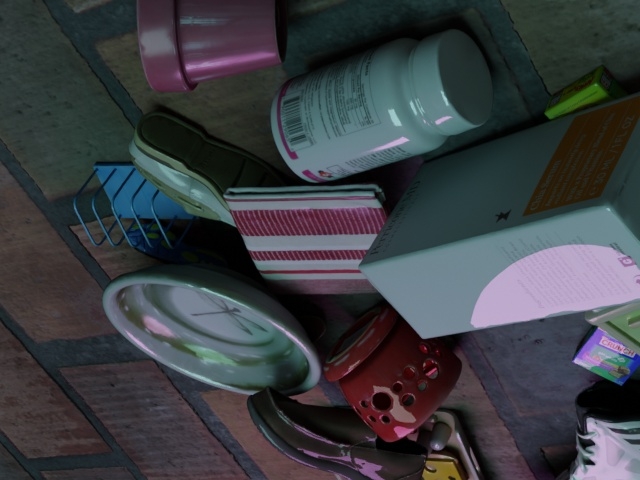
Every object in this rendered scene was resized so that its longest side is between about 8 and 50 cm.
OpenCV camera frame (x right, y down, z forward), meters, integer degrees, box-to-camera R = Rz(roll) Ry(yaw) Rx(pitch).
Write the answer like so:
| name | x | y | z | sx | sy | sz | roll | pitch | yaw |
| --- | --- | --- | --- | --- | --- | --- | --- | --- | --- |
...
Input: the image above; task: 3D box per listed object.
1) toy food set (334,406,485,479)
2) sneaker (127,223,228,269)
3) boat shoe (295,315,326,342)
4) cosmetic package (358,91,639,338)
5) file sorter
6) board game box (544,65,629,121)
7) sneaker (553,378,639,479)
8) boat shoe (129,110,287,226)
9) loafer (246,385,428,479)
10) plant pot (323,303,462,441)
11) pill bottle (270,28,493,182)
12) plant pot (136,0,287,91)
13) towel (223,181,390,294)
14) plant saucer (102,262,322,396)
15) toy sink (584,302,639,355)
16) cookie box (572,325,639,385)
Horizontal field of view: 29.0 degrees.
| name | x | y | z | sx | sy | sz | roll | pitch | yaw |
| --- | --- | --- | --- | --- | --- | --- | --- | --- | --- |
| toy food set | 0.157 | 0.423 | 2.338 | 0.306 | 0.092 | 0.219 | -3 | 130 | 31 |
| sneaker | -0.256 | 0.031 | 2.173 | 0.188 | 0.067 | 0.078 | 24 | 140 | -10 |
| boat shoe | -0.045 | 0.167 | 2.229 | 0.153 | 0.048 | 0.056 | -30 | 91 | 37 |
| cosmetic package | 0.288 | -0.027 | 1.655 | 0.161 | 0.230 | 0.453 | 46 | 145 | -21 |
| file sorter | -0.314 | -0.056 | 2.094 | 0.170 | 0.104 | 0.118 | 2 | 132 | 27 |
| board game box | 0.399 | -0.142 | 1.671 | 0.181 | 0.043 | 0.092 | 42 | 137 | -17 |
| sneaker | 0.459 | 0.361 | 2.094 | 0.447 | 0.169 | 0.257 | -27 | 107 | 34 |
| boat shoe | -0.170 | -0.091 | 1.988 | 0.302 | 0.113 | 0.103 | 35 | 145 | 2 |
| loafer | 0.037 | 0.338 | 2.189 | 0.366 | 0.134 | 0.130 | 29 | 103 | -21 |
| plant pot | 0.116 | 0.213 | 2.083 | 0.174 | 0.191 | 0.191 | 46 | 137 | -6 |
| pill bottle | 0.084 | -0.185 | 1.706 | 0.283 | 0.160 | 0.160 | -14 | 124 | 38 |
| plant pot | -0.142 | -0.305 | 1.697 | 0.180 | 0.201 | 0.201 | 0 | 134 | 7 |
| towel | 0.000 | 0.000 | 1.906 | 0.237 | 0.037 | 0.329 | -2 | 152 | 11 |
| plant saucer | -0.176 | 0.137 | 2.144 | 0.400 | 0.100 | 0.400 | 16 | 151 | 9 |
| toy sink | 0.468 | 0.065 | 1.746 | 0.234 | 0.131 | 0.153 | 34 | 139 | -25 |
| cookie box | 0.464 | 0.170 | 1.956 | 0.092 | 0.040 | 0.107 | 26 | 138 | 3 |
